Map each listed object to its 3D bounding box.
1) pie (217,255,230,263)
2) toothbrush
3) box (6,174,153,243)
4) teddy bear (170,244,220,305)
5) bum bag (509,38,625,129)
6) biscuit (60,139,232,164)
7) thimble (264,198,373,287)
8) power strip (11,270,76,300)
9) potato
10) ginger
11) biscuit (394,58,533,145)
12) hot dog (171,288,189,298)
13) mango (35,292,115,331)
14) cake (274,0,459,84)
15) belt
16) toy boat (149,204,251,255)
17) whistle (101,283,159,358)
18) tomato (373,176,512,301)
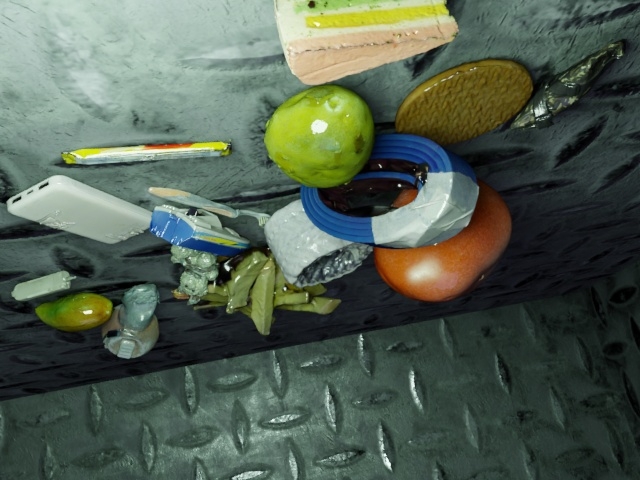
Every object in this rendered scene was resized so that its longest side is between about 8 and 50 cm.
[{"bbox_3d":[-0.289,0.078,1.703,0.092,0.034,0.170,-4,154,-16],"label":"pie"},{"bbox_3d":[-0.226,-0.072,1.314,0.028,0.037,0.375,-28,153,32],"label":"toothbrush"},{"bbox_3d":[-0.472,-0.055,1.193,0.142,0.044,0.285,-21,159,18],"label":"box"},{"bbox_3d":[-0.323,0.067,1.537,0.133,0.111,0.213,30,139,9],"label":"teddy bear"},{"bbox_3d":[0.444,-0.274,1.078,0.102,0.069,0.248,-10,156,-30],"label":"bum bag"},{"bbox_3d":[-0.300,-0.153,1.040,0.292,0.026,0.048,-6,164,-16],"label":"biscuit"},{"bbox_3d":[0.000,0.000,1.403,0.246,0.157,0.217,-8,152,-40],"label":"thimble"},{"bbox_3d":[-0.720,0.119,1.532,0.191,0.047,0.030,-15,165,12],"label":"power strip"},{"bbox_3d":[-0.001,-0.174,0.989,0.186,0.148,0.253,11,164,-14],"label":"potato"},{"bbox_3d":[-0.158,0.159,1.696,0.414,0.211,0.358,-16,160,-17],"label":"ginger"},{"bbox_3d":[0.260,-0.251,1.083,0.262,0.037,0.262,-10,161,-4],"label":"biscuit"},{"bbox_3d":[-0.407,0.163,1.872,0.133,0.041,0.056,2,158,-16],"label":"hot dog"},{"bbox_3d":[-0.718,0.208,1.703,0.233,0.111,0.125,-1,148,6],"label":"mango"},{"bbox_3d":[0.055,-0.278,0.770,0.226,0.109,0.090,-10,161,-5],"label":"cake"},{"bbox_3d":[0.121,-0.091,1.141,0.347,0.212,0.117,2,172,39],"label":"belt"},{"bbox_3d":[-0.249,-0.018,1.352,0.129,0.088,0.295,24,-177,28],"label":"toy boat"},{"bbox_3d":[-0.583,0.237,1.848,0.189,0.189,0.347,1,135,-33],"label":"whistle"},{"bbox_3d":[0.285,0.008,1.381,0.341,0.273,0.341,-42,152,-29],"label":"tomato"}]
